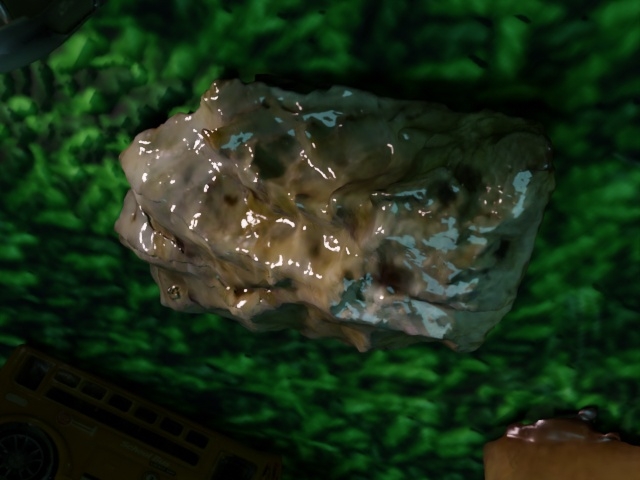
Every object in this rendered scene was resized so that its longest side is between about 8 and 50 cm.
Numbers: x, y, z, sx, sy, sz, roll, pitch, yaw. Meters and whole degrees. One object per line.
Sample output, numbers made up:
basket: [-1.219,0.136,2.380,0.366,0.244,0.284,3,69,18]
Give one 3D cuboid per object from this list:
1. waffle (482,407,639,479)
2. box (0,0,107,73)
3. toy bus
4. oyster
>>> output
waffle: [0.256,0.205,0.633,0.348,0.077,0.304,2,136,25]
box: [-0.137,-0.108,0.435,0.172,0.124,0.093,-5,124,30]
toy bus: [-0.084,0.131,0.708,0.194,0.088,0.083,25,142,1]
oyster: [-0.001,0.006,0.534,0.209,0.072,0.133,3,135,27]
